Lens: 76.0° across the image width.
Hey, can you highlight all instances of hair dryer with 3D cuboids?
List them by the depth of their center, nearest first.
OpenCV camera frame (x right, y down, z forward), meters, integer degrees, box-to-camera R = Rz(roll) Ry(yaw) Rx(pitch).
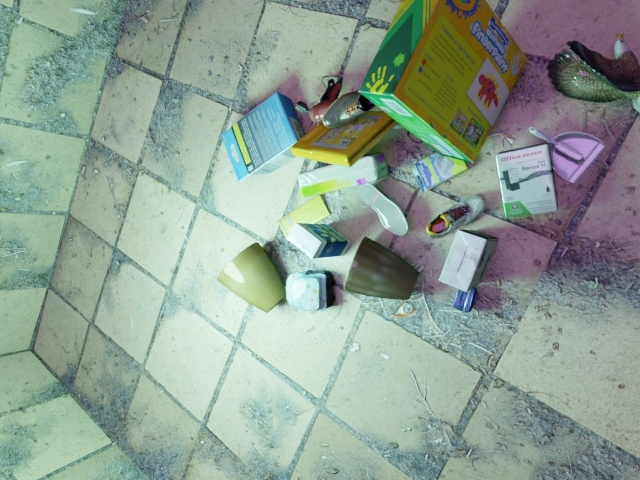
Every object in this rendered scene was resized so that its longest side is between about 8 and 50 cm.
[{"bbox_3d":[0.039,-0.550,1.584,0.223,0.080,0.293,-46,53,1],"label":"hair dryer"}]

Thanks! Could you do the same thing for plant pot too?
[{"bbox_3d":[0.233,0.124,1.497,0.230,0.215,0.216,20,100,12],"label":"plant pot"},{"bbox_3d":[-0.272,0.180,1.760,0.254,0.237,0.237,47,111,5],"label":"plant pot"}]

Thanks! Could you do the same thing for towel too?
[{"bbox_3d":[-0.072,-0.095,1.750,0.237,0.021,0.102,-30,82,24],"label":"towel"}]

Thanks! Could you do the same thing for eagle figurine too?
[{"bbox_3d":[0.824,-0.477,1.159,0.298,0.226,0.225,-2,52,13],"label":"eagle figurine"}]

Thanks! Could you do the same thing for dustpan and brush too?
[{"bbox_3d":[0.746,-0.294,1.280,0.211,0.060,0.147,41,108,22],"label":"dustpan and brush"}]

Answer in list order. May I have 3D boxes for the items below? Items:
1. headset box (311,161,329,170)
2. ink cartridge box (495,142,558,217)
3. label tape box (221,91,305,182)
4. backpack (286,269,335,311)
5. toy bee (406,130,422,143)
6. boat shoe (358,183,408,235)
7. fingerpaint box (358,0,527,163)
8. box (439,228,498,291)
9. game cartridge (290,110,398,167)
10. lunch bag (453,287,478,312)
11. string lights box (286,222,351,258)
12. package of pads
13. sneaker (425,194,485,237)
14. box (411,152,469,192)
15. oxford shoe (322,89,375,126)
[{"bbox_3d":[0.006,-0.296,1.698,0.062,0.032,0.083,39,107,22],"label":"headset box"},{"bbox_3d":[0.650,-0.189,1.291,0.153,0.087,0.209,-8,99,32],"label":"ink cartridge box"},{"bbox_3d":[-0.247,-0.437,1.792,0.347,0.115,0.249,-28,77,28],"label":"label tape box"},{"bbox_3d":[-0.052,0.205,1.671,0.188,0.144,0.166,0,96,31],"label":"backpack"},{"bbox_3d":[0.360,-0.522,1.428,0.298,0.195,0.162,62,156,8],"label":"toy bee"},{"bbox_3d":[0.244,-0.118,1.543,0.254,0.079,0.095,45,112,23],"label":"boat shoe"},{"bbox_3d":[0.379,-0.502,1.233,0.163,0.444,0.371,33,100,50],"label":"fingerpaint box"},{"bbox_3d":[0.477,0.057,1.299,0.087,0.290,0.169,23,103,28],"label":"box"},{"bbox_3d":[0.081,-0.390,1.507,0.285,0.053,0.323,-44,41,-21],"label":"game cartridge"},{"bbox_3d":[0.503,0.196,1.410,0.065,0.067,0.099,17,97,27],"label":"lunch bag"},{"bbox_3d":[0.000,0.000,1.573,0.133,0.259,0.077,37,107,23],"label":"string lights box"},{"bbox_3d":[0.089,-0.250,1.533,0.296,0.229,0.101,-10,101,22],"label":"package of pads"},{"bbox_3d":[0.465,-0.077,1.415,0.225,0.092,0.088,-38,73,23],"label":"sneaker"},{"bbox_3d":[0.422,-0.259,1.467,0.178,0.042,0.109,-28,77,25],"label":"box"},{"bbox_3d":[0.116,-0.475,1.436,0.271,0.098,0.097,-25,109,26],"label":"oxford shoe"}]
